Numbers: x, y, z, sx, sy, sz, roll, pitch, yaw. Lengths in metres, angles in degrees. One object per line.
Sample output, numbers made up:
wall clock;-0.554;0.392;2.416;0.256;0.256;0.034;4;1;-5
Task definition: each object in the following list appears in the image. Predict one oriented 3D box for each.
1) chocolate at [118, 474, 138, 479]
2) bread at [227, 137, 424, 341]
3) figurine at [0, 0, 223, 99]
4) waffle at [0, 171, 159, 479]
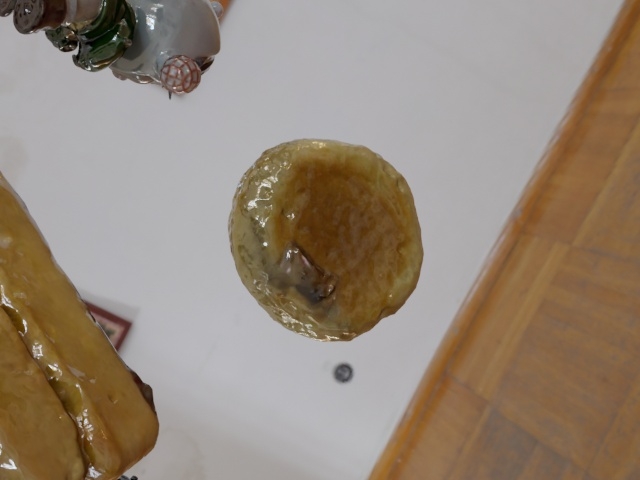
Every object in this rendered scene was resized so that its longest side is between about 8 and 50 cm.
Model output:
chocolate;-0.267;0.366;1.148;0.156;0.156;0.133;-45;62;40
bread;0.000;0.000;1.036;0.134;0.244;0.244;-4;58;64
figurine;-0.275;-0.304;1.230;0.370;0.281;0.167;-4;-55;-58
waffle;-0.251;0.098;0.431;0.327;0.224;0.098;-37;-8;24
